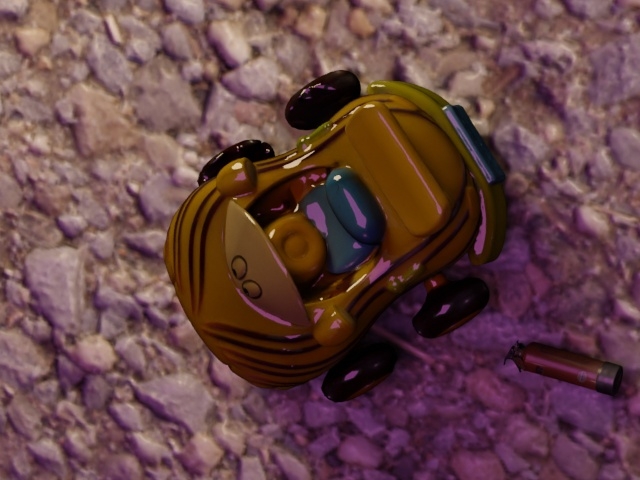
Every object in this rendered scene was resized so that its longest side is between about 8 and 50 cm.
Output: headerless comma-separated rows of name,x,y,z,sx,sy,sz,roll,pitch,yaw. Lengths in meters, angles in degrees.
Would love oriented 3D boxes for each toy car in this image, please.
toy car,0.000,0.000,1.359,0.248,0.142,0.200,-38,79,20

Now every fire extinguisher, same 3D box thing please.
fire extinguisher,0.164,0.087,1.364,0.083,0.022,0.028,14,132,22
